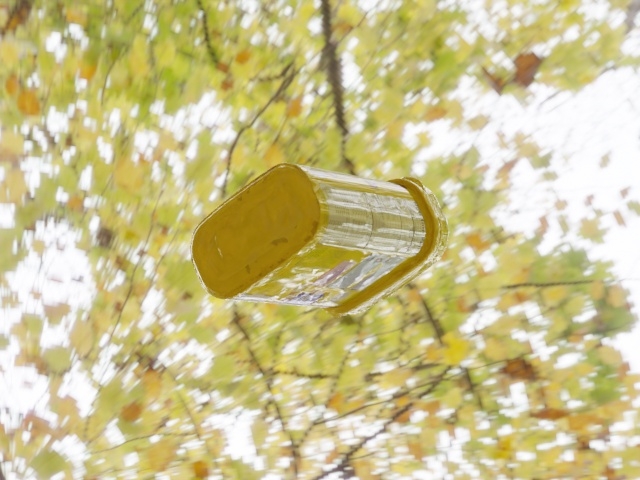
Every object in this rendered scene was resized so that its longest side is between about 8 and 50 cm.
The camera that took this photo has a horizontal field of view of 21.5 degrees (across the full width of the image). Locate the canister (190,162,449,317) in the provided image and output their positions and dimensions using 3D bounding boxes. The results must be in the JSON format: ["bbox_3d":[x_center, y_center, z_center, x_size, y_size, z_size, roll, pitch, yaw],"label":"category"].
[{"bbox_3d":[0.000,0.000,1.249,0.126,0.170,0.073,-35,-113,27],"label":"canister"}]
